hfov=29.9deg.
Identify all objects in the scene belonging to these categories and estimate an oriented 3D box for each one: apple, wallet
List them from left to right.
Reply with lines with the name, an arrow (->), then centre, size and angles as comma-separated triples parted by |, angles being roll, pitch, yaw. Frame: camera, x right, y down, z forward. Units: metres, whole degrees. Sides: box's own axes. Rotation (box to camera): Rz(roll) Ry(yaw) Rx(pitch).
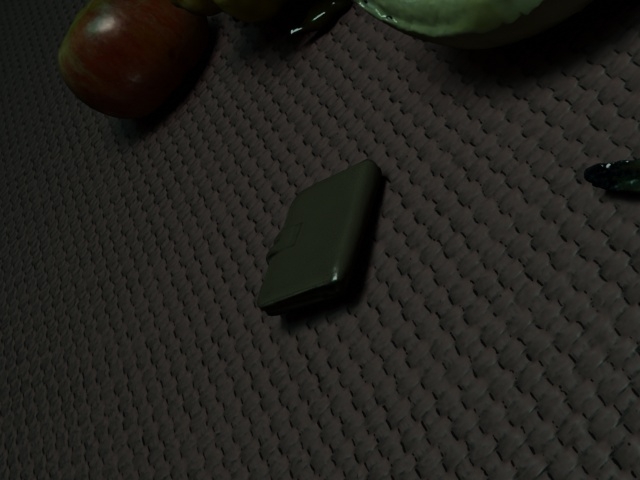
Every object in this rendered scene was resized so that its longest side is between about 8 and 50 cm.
apple -> -0.249, -0.265, 1.604 | 0.209, 0.164, 0.209 | -47, 21, 25
wallet -> 0.000, 0.000, 1.127 | 0.118, 0.039, 0.153 | -18, 42, 41

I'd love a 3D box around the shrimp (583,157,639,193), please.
shrimp -> 0.261, -0.134, 0.900 | 0.198, 0.051, 0.262 | -42, 36, 20

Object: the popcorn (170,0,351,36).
popcorn -> -0.086, -0.390, 1.425 | 0.316, 0.281, 0.297 | -4, 38, 37

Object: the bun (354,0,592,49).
bun -> 0.156, -0.354, 1.070 | 0.364, 0.202, 0.364 | 5, 98, 39
